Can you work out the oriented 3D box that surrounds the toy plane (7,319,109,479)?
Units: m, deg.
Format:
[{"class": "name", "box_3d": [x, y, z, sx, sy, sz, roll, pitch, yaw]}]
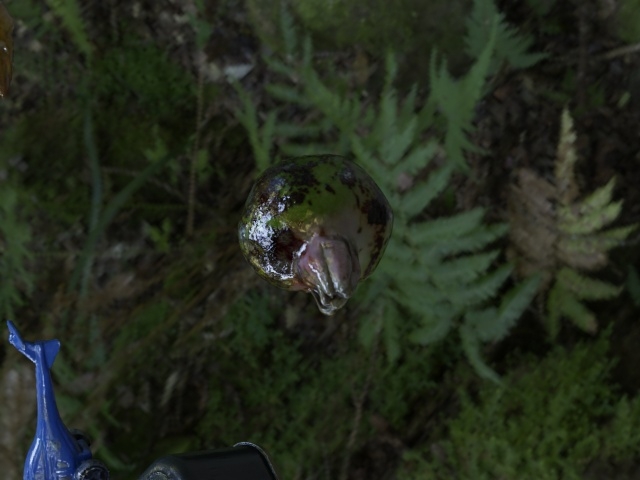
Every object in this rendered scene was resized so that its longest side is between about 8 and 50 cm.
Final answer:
[{"class": "toy plane", "box_3d": [-0.175, 0.130, 0.772, 0.054, 0.062, 0.167, 37, 134, 56]}]

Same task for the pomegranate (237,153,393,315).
[{"class": "pomegranate", "box_3d": [-0.003, 0.004, 1.058, 0.138, 0.163, 0.125, 4, 150, -16]}]

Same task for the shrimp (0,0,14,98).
[{"class": "shrimp", "box_3d": [-0.318, -0.149, 1.010, 0.052, 0.132, 0.187, -116, 10, -49]}]

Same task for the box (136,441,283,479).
[{"class": "box", "box_3d": [-0.102, 0.251, 0.860, 0.201, 0.090, 0.144, -47, 58, 29]}]
